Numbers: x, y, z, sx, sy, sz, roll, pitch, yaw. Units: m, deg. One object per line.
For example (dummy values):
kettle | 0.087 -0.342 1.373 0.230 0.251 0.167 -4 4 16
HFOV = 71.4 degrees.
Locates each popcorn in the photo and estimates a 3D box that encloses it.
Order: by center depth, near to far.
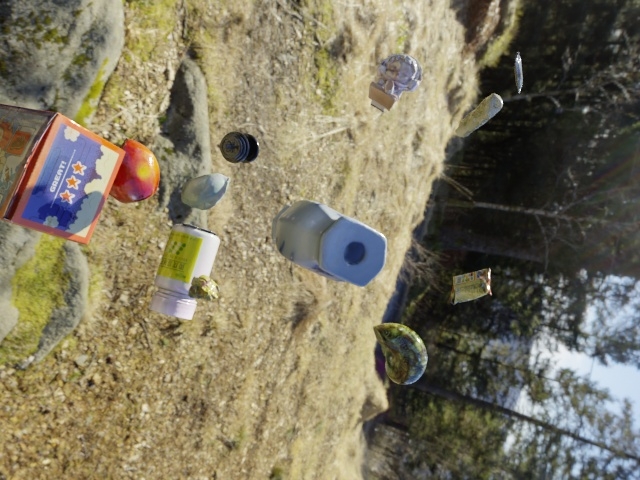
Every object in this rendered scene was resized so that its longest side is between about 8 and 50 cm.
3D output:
popcorn | -0.440 0.187 1.686 0.109 0.097 0.089 23 47 -23

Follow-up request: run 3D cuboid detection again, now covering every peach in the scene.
peach | -0.693 -0.253 1.611 0.190 0.196 0.226 -69 147 -70

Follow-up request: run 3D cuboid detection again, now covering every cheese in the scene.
cheese | 0.405 -0.318 1.151 0.065 0.043 0.194 -51 -178 -5

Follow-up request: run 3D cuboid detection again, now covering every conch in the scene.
conch | 0.245 0.340 1.357 0.124 0.187 0.181 -21 133 -19

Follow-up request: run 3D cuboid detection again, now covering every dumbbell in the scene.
dumbbell | -0.258 -0.297 1.430 0.208 0.099 0.099 -30 128 -72

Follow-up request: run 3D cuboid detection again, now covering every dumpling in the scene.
dumpling | -0.474 -0.199 1.861 0.105 0.217 0.149 149 -77 -88

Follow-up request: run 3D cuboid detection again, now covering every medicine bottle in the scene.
medicine bottle | -0.582 0.131 1.905 0.213 0.213 0.378 32 70 -61

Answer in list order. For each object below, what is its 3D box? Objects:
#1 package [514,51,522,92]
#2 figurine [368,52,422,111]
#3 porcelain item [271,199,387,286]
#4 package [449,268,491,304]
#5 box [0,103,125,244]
package | 0.547 -0.462 1.231 0.037 0.015 0.110 -58 139 -27
figurine | 0.265 -0.572 1.565 0.237 0.162 0.141 -51 171 -18
porcelain item | 0.000 0.000 1.241 0.242 0.405 0.178 26 87 -26
package | 0.438 0.133 1.300 0.031 0.121 0.108 51 37 -25
box | -0.832 -0.198 1.297 0.257 0.349 0.318 38 70 -63
